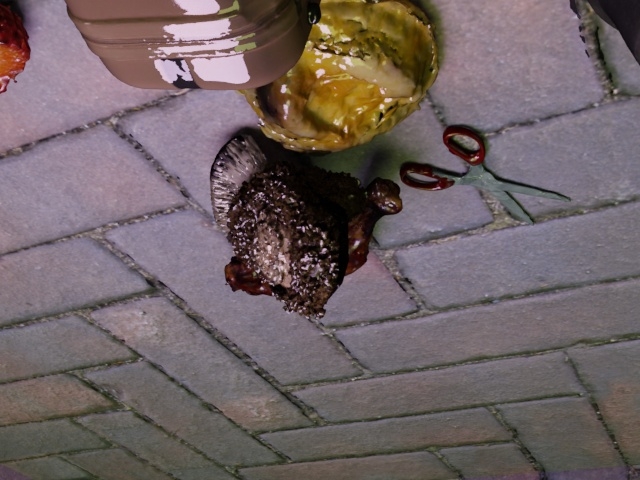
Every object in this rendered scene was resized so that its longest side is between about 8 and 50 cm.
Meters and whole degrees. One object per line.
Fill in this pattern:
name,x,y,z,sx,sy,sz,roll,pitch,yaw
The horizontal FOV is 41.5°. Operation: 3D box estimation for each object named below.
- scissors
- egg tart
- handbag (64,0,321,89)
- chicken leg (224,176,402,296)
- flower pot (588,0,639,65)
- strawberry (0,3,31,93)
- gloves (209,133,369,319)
scissors,0.249,-0.083,1.244,0.248,0.017,0.144,22,143,-24
egg tart,0.008,-0.192,1.035,0.297,0.132,0.297,0,148,0
handbag,-0.126,-0.276,0.778,0.283,0.301,0.149,0,145,19
chicken leg,0.000,0.000,1.322,0.158,0.095,0.407,16,150,-38
flower pot,0.395,-0.246,0.865,0.235,0.148,0.235,5,147,3
strawberry,-0.430,-0.241,1.038,0.145,0.086,0.145,-26,172,-4
gloves,-0.044,-0.023,1.152,0.135,0.312,0.210,-1,126,-34
